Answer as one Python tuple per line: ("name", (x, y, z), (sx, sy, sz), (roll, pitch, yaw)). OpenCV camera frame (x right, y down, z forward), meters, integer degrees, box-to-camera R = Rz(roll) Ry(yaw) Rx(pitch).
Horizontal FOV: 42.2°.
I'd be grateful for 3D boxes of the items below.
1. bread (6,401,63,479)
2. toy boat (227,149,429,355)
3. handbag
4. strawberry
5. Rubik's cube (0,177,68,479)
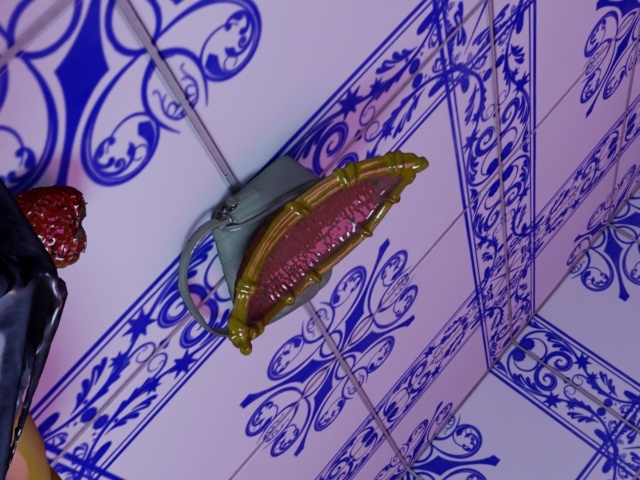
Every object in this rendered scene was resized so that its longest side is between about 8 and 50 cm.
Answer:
("bread", (-0.391, 0.246, 0.741), (0.424, 0.328, 0.245), (90, 3, -48))
("toy boat", (-0.005, -0.002, 0.996), (0.318, 0.099, 0.141), (-45, 143, -10))
("handbag", (-0.085, 0.029, 1.092), (0.219, 0.079, 0.256), (-37, 147, -22))
("strawberry", (-0.261, -0.010, 0.763), (0.096, 0.083, 0.083), (-13, 133, -35))
("Rubik's cube", (-0.340, 0.042, 0.401), (0.310, 0.305, 0.307), (-13, 139, -39))
